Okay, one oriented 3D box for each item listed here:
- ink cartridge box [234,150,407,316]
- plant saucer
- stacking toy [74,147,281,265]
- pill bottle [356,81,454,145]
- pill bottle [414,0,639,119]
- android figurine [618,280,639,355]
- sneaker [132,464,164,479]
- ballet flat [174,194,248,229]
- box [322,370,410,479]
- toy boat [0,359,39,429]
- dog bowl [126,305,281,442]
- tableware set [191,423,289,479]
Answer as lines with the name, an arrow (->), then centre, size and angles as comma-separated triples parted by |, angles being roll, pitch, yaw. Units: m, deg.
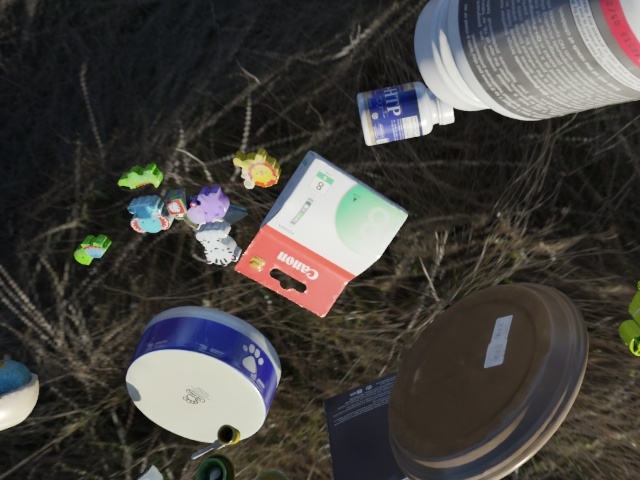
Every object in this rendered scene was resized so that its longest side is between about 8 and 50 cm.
ink cartridge box -> 0.000, 0.000, 1.486 | 0.181, 0.056, 0.224 | 30, 98, -20
plant saucer -> 0.177, 0.155, 1.087 | 0.041, 0.278, 0.278 | 42, 93, -24
stacking toy -> -0.171, -0.035, 1.141 | 0.221, 0.167, 0.052 | -6, 126, 21
pill bottle -> 0.175, -0.266, 1.961 | 0.187, 0.112, 0.112 | -11, 85, 5
pill bottle -> 0.227, -0.204, 0.857 | 0.176, 0.318, 0.176 | 1, 87, -29
android figurine -> 0.626, 0.096, 1.666 | 0.056, 0.273, 0.248 | 39, 104, -8
sneaker -> -0.357, 0.528, 1.664 | 0.118, 0.110, 0.292 | 45, 104, -1
ballet flat -> -0.232, -0.051, 2.000 | 0.213, 0.072, 0.068 | 14, 89, 43
box -> 0.157, 0.485, 1.793 | 0.179, 0.312, 0.343 | -22, 115, 7
toy boat -> -0.597, 0.249, 1.477 | 0.268, 0.318, 0.148 | -10, 97, 20
dog bowl -> -0.211, 0.246, 1.717 | 0.265, 0.264, 0.104 | 8, 43, 9
tableware set -> -0.083, 0.275, 1.034 | 0.104, 0.024, 0.154 | -32, 63, 13
